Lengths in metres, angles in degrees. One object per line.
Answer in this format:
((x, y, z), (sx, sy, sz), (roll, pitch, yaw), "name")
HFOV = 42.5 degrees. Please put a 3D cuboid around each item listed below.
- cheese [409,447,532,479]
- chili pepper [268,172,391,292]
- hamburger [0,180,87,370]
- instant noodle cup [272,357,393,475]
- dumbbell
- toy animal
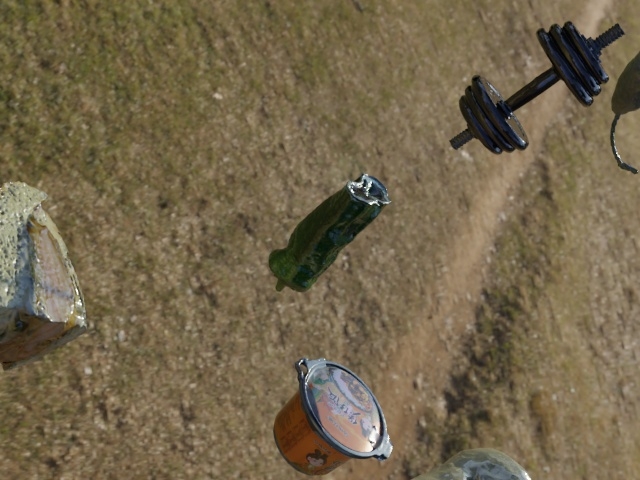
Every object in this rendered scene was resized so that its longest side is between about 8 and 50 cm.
((0.196, 0.440, 1.220), (0.251, 0.173, 0.248), (-24, 139, -38), "cheese")
((0.000, 0.000, 1.466), (0.099, 0.270, 0.136), (44, 24, -4), "chili pepper")
((-0.372, 0.035, 0.936), (0.135, 0.155, 0.208), (28, 41, -61), "hamburger")
((0.002, 0.305, 1.349), (0.208, 0.125, 0.177), (53, 29, 15), "instant noodle cup")
((0.225, -0.160, 0.870), (0.099, 0.208, 0.099), (43, 26, -27), "dumbbell")
((0.557, -0.235, 1.472), (0.070, 0.079, 0.253), (-21, 133, -33), "toy animal")
